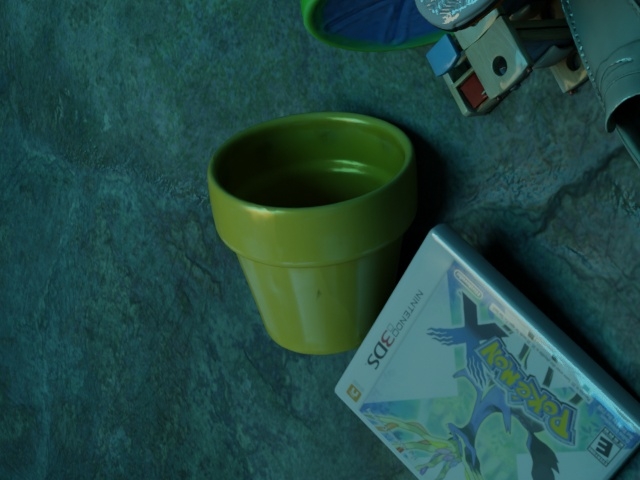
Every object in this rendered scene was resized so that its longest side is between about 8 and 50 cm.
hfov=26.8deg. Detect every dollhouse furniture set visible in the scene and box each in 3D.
[{"bbox_3d":[0.185,-0.189,1.457,0.184,0.129,0.129,-44,64,46],"label":"dollhouse furniture set"}]

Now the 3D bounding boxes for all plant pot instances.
[{"bbox_3d":[0.000,0.000,1.666,0.254,0.254,0.239,29,136,45],"label":"plant pot"}]

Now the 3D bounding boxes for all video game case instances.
[{"bbox_3d":[0.187,0.191,1.560,0.329,0.036,0.300,44,131,19],"label":"video game case"}]

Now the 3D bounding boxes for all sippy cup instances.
[{"bbox_3d":[0.079,-0.359,1.497,0.305,0.240,0.224,-26,66,42],"label":"sippy cup"}]

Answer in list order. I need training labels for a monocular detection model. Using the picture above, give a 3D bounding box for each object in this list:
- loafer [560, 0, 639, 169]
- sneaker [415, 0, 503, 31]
[{"bbox_3d":[0.321,-0.148,1.307,0.319,0.111,0.112,60,138,24],"label":"loafer"},{"bbox_3d":[0.234,-0.320,1.305,0.321,0.180,0.124,-53,54,12],"label":"sneaker"}]
